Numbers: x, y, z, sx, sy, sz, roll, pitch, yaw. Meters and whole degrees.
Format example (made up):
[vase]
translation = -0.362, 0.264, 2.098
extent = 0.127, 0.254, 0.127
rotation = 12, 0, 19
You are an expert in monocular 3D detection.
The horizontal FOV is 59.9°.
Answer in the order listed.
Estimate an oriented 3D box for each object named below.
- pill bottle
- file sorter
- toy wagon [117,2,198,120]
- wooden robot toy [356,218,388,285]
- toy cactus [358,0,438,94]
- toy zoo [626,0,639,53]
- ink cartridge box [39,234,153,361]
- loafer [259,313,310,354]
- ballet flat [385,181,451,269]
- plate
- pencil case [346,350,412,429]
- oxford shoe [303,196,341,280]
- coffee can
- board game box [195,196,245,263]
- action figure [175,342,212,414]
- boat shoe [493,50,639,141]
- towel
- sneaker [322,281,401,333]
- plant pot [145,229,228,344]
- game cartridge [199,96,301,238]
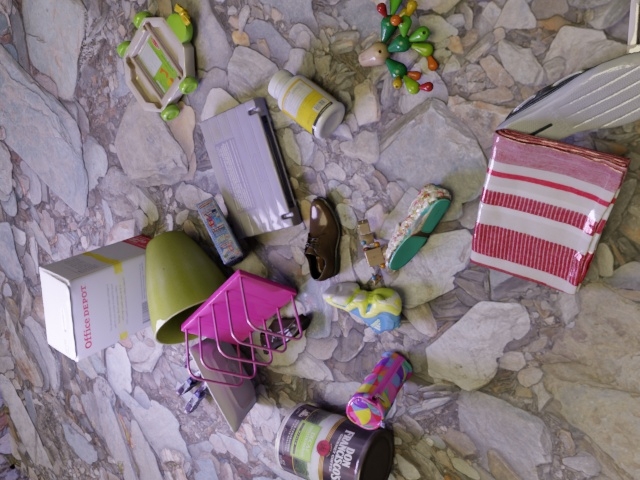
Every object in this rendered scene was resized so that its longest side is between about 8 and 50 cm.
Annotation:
[pill bottle]
translation = -0.038, -0.337, 1.355
extent = 0.184, 0.103, 0.103
rotation = 41, 125, 18
[file sorter]
translation = -0.219, 0.258, 1.544
extent = 0.291, 0.202, 0.182
rotation = -42, 44, 28
[toy wagon]
translation = -0.451, -0.529, 1.603
extent = 0.344, 0.068, 0.267
rotation = -40, 82, 36
[wooden robot toy]
translation = 0.147, 0.025, 1.390
extent = 0.079, 0.076, 0.173
rotation = -16, 98, 2
[toy cactus]
translation = 0.156, -0.414, 1.206
extent = 0.180, 0.112, 0.219
rotation = -6, 111, 46
[toy zoo]
translation = 0.619, -0.420, 0.911
extent = 0.192, 0.030, 0.293
rotation = 6, 109, 33
[ink cartridge box]
translation = -0.682, 0.171, 1.804
extent = 0.160, 0.385, 0.279
rotation = 17, 115, 30
[loafer]
translation = -0.117, 0.265, 1.632
extent = 0.220, 0.080, 0.078
rotation = -39, 83, 38
[ballet flat]
translation = 0.221, -0.035, 1.305
extent = 0.241, 0.091, 0.077
rotation = -56, 42, 30
[plate]
translation = -0.282, 0.418, 1.714
extent = 0.045, 0.277, 0.278
rotation = -29, 88, 6
[pencil case]
translation = 0.151, 0.369, 1.382
extent = 0.104, 0.236, 0.104
rotation = 10, 113, 23
[oxford shoe]
translation = 0.000, 0.000, 1.451
extent = 0.083, 0.096, 0.227
rotation = 3, 106, 36
[coffee can]
translation = 0.040, 0.593, 1.559
extent = 0.275, 0.201, 0.201
rotation = 8, 110, 33
[board game box]
translation = -0.286, -0.025, 1.615
extent = 0.060, 0.194, 0.194
rotation = -27, 88, -5
[action figure]
translation = -0.397, 0.465, 1.888
extent = 0.185, 0.099, 0.285
rotation = 46, 125, 15
[boat shoe]
translation = 0.470, -0.263, 1.011
extent = 0.335, 0.119, 0.121
rotation = -19, 124, 40
[towel]
translation = 0.431, -0.046, 1.096
extent = 0.237, 0.037, 0.329
rotation = 19, 133, 22
[sneaker]
translation = 0.109, 0.184, 1.442
extent = 0.240, 0.091, 0.126
rotation = 5, 120, 45
[plant pot]
translation = -0.427, 0.125, 1.712
extent = 0.275, 0.275, 0.293
rotation = -48, 62, 36
[game cartridge]
translation = -0.198, -0.192, 1.548
extent = 0.230, 0.068, 0.355
rotation = -10, 100, 41
